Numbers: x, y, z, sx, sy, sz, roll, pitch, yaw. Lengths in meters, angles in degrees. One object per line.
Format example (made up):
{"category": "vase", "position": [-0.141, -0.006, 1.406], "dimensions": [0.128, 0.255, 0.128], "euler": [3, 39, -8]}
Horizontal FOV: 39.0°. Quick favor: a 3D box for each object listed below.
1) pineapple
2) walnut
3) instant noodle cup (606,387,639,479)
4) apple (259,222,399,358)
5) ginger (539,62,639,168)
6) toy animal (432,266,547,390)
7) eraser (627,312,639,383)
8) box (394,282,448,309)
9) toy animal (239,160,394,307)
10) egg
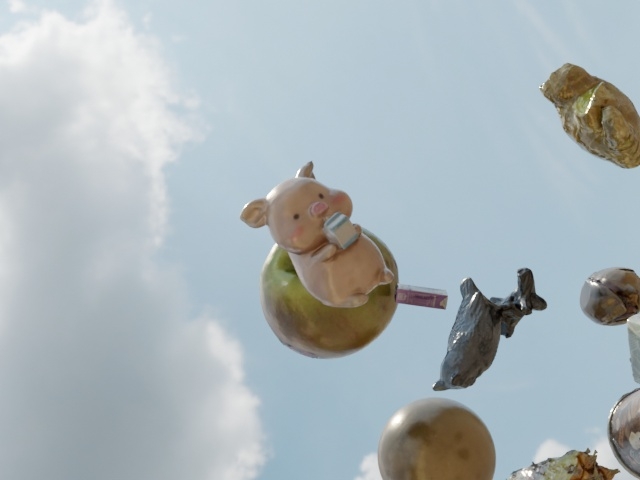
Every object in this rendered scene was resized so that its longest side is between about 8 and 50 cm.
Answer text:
{"category": "pineapple", "position": [0.319, 0.394, 1.301], "dimensions": [0.079, 0.233, 0.135], "euler": [37, -134, -11]}
{"category": "walnut", "position": [0.643, 0.122, 1.986], "dimensions": [0.245, 0.137, 0.137], "euler": [85, -164, -77]}
{"category": "instant noodle cup", "position": [0.720, 0.379, 1.853], "dimensions": [0.207, 0.217, 0.217], "euler": [83, -155, -65]}
{"category": "apple", "position": [0.014, 0.110, 2.119], "dimensions": [0.305, 0.338, 0.338], "euler": [61, -137, -61]}
{"category": "ginger", "position": [0.414, -0.193, 1.370], "dimensions": [0.157, 0.216, 0.102], "euler": [27, -66, -38]}
{"category": "toy animal", "position": [0.222, 0.124, 1.301], "dimensions": [0.210, 0.121, 0.117], "euler": [-37, -94, -36]}
{"category": "eraser", "position": [0.498, 0.155, 0.990], "dimensions": [0.096, 0.404, 0.098], "euler": [-11, -82, -15]}
{"category": "box", "position": [0.224, 0.125, 2.019], "dimensions": [0.050, 0.117, 0.036], "euler": [-78, -4, -77]}
{"category": "toy animal", "position": [-0.001, -0.003, 1.782], "dimensions": [0.195, 0.213, 0.256], "euler": [-34, -73, -23]}
{"category": "egg", "position": [0.297, 0.554, 2.318], "dimensions": [0.374, 0.301, 0.301], "euler": [68, -149, -78]}
